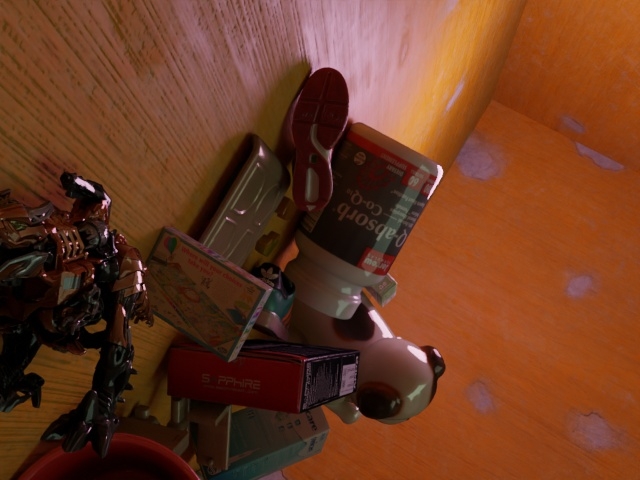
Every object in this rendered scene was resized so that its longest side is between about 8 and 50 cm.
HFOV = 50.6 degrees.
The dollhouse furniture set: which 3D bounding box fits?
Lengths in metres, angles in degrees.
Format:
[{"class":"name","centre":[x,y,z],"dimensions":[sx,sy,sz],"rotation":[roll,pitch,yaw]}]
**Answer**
[{"class":"dollhouse furniture set","centre":[-0.240,0.336,1.082],"dimensions":[0.151,0.144,0.123],"rotation":[-44,141,-69]}]

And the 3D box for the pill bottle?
[{"class":"pill bottle","centre":[0.076,-0.037,1.381],"dimensions":[0.363,0.210,0.210],"rotation":[-62,168,10]}]

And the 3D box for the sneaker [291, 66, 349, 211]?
[{"class":"sneaker","centre":[-0.016,-0.167,1.079],"dimensions":[0.128,0.087,0.221],"rotation":[-121,-138,-69]}]

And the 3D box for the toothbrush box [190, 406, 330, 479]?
[{"class":"toothbrush box","centre":[-0.141,0.472,1.587],"dimensions":[0.295,0.126,0.216],"rotation":[-18,152,-15]}]

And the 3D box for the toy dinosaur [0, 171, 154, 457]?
[{"class":"toy dinosaur","centre":[-0.214,0.061,0.610],"dimensions":[0.322,0.164,0.219],"rotation":[30,74,-57]}]

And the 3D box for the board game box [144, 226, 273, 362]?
[{"class":"board game box","centre":[-0.149,0.065,0.837],"dimensions":[0.103,0.154,0.026],"rotation":[-61,168,9]}]

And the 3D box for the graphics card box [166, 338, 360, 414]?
[{"class":"graphics card box","centre":[-0.084,0.234,1.219],"dimensions":[0.371,0.232,0.094],"rotation":[19,75,-73]}]

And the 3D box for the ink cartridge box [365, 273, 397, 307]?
[{"class":"ink cartridge box","centre":[0.092,0.049,1.651],"dimensions":[0.056,0.235,0.171],"rotation":[-41,166,-5]}]

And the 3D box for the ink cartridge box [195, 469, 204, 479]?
[{"class":"ink cartridge box","centre":[-0.239,0.719,1.748],"dimensions":[0.115,0.272,0.198],"rotation":[-58,168,-7]}]

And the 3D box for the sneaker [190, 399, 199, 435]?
[{"class":"sneaker","centre":[-0.202,0.295,1.381],"dimensions":[0.229,0.086,0.132],"rotation":[-55,168,-73]}]

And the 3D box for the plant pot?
[{"class":"plant pot","centre":[-0.279,0.408,0.922],"dimensions":[0.275,0.275,0.243],"rotation":[-55,179,-22]}]

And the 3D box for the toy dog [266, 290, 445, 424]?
[{"class":"toy dog","centre":[0.106,0.259,1.616],"dimensions":[0.284,0.408,0.396],"rotation":[-20,135,-35]}]

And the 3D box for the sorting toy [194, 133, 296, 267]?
[{"class":"sorting toy","centre":[-0.116,-0.025,1.055],"dimensions":[0.229,0.041,0.307],"rotation":[-64,168,-3]}]

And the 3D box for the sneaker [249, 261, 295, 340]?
[{"class":"sneaker","centre":[-0.095,0.118,1.301],"dimensions":[0.302,0.108,0.121],"rotation":[102,10,-78]}]
